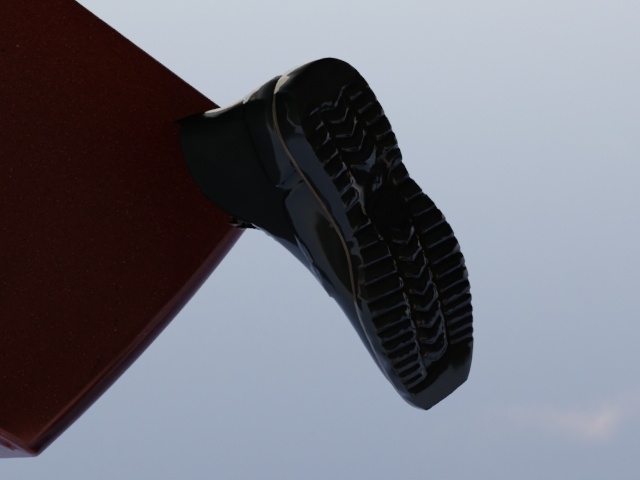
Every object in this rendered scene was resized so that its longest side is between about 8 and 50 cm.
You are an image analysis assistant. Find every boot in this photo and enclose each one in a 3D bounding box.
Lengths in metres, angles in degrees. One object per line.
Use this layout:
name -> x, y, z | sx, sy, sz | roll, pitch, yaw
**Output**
boot -> 0.000, 0.000, 0.758 | 0.077, 0.198, 0.137 | -28, -167, -37

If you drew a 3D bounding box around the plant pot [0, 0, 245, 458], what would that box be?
plant pot -> -0.229, -0.005, 0.856 | 0.267, 0.267, 0.236 | -16, -137, 57
